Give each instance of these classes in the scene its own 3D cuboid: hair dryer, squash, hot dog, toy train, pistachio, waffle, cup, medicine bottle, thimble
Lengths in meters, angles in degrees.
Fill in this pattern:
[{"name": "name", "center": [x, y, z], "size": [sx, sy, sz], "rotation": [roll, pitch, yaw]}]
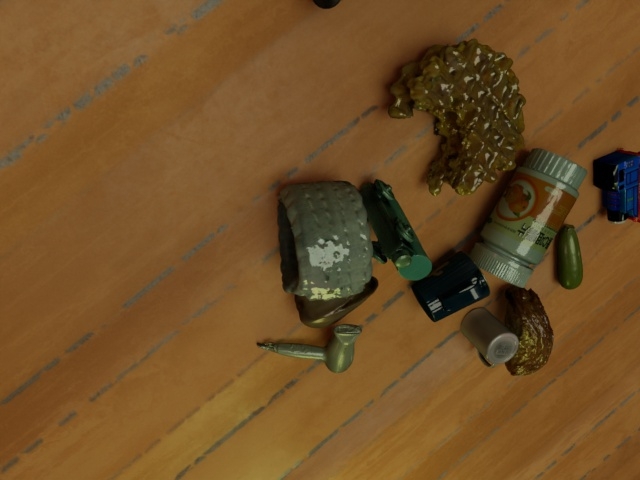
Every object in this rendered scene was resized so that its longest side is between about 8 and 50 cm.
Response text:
[{"name": "hair dryer", "center": [-0.032, 0.243, 1.161], "size": [0.237, 0.075, 0.206], "rotation": [3, 146, -1]}, {"name": "squash", "center": [0.697, 0.048, 1.388], "size": [0.066, 0.066, 0.201], "rotation": [-18, 112, -13]}, {"name": "hot dog", "center": [0.569, 0.254, 1.367], "size": [0.114, 0.175, 0.259], "rotation": [-6, 117, 7]}, {"name": "toy train", "center": [0.819, -0.140, 1.349], "size": [0.131, 0.083, 0.204], "rotation": [-21, 114, -12]}, {"name": "toy train", "center": [0.157, -0.023, 1.066], "size": [0.101, 0.248, 0.159], "rotation": [-39, 132, 20]}, {"name": "pistachio", "center": [0.035, 0.117, 1.130], "size": [0.206, 0.131, 0.129], "rotation": [-31, 126, -10]}, {"name": "waffle", "center": [0.300, -0.268, 1.070], "size": [0.261, 0.151, 0.324], "rotation": [-40, 122, -7]}, {"name": "cup", "center": [0.463, 0.270, 1.345], "size": [0.099, 0.133, 0.136], "rotation": [-34, 117, -1]}, {"name": "medicine bottle", "center": [0.508, -0.057, 1.222], "size": [0.158, 0.158, 0.318], "rotation": [22, 100, -26]}, {"name": "thimble", "center": [0.000, 0.000, 1.012], "size": [0.172, 0.205, 0.250], "rotation": [-6, 73, -12]}, {"name": "cup", "center": [0.322, 0.122, 1.220], "size": [0.155, 0.176, 0.131], "rotation": [-31, 98, 0]}]

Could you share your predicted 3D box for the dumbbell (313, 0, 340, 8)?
[{"name": "dumbbell", "center": [0.131, -0.534, 0.887], "size": [0.406, 0.179, 0.179], "rotation": [-18, 115, -13]}]
